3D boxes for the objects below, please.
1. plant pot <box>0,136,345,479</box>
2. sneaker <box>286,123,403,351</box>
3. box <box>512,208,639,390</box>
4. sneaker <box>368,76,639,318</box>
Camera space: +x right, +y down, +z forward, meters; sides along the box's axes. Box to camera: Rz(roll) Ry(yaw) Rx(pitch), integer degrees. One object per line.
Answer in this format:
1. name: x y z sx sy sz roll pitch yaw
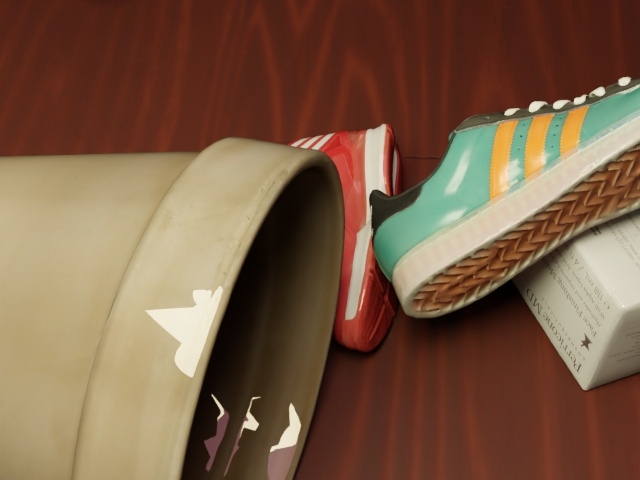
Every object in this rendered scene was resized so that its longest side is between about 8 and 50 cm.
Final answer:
1. plant pot: -0.161 0.066 0.835 0.280 0.323 0.323 14 49 14
2. sneaker: 0.000 0.000 1.077 0.128 0.087 0.221 -3 50 17
3. box: 0.267 0.003 1.059 0.182 0.119 0.181 -16 53 -18
4. sneaker: 0.169 -0.065 0.961 0.302 0.108 0.121 -31 60 8
